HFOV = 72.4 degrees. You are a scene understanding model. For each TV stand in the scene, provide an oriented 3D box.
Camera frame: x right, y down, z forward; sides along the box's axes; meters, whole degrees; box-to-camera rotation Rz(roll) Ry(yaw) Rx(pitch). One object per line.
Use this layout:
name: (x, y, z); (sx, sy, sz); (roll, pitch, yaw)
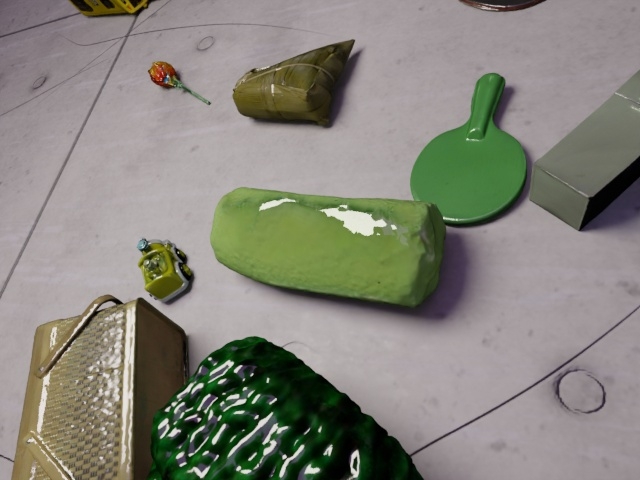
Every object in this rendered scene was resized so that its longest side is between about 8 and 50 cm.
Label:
TV stand: (0.392, -0.140, 0.546); (0.269, 0.088, 0.083); (-43, 56, -3)

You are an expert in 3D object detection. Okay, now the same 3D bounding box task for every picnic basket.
picnic basket: (-0.268, 0.218, 0.571); (0.139, 0.165, 0.266); (-16, 57, 3)

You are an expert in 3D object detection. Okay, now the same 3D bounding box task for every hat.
hat: (-0.085, 0.281, 0.414); (0.332, 0.242, 0.274); (-44, 47, -18)

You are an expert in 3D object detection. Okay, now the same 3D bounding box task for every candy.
candy: (0.000, 0.000, 0.619); (0.344, 0.132, 0.142); (9, 110, 28)
candy: (-0.314, -0.349, 0.985); (0.201, 0.060, 0.060); (36, 81, 25)

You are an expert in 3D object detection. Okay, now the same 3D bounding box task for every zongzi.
zongzi: (-0.057, -0.316, 0.828); (0.205, 0.094, 0.204); (10, 64, 27)

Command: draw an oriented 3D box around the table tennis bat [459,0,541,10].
table tennis bat: (0.305, -0.510, 0.822); (0.301, 0.022, 0.173); (35, 81, 32)

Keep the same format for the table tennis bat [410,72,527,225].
table tennis bat: (0.226, -0.138, 0.648); (0.161, 0.039, 0.256); (11, 73, 28)

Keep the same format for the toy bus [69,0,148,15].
toy bus: (-0.595, -0.737, 1.254); (0.332, 0.145, 0.151); (14, 71, 31)

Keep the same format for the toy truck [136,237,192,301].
toy truck: (-0.272, 0.041, 0.732); (0.076, 0.077, 0.111); (-34, 55, 2)
